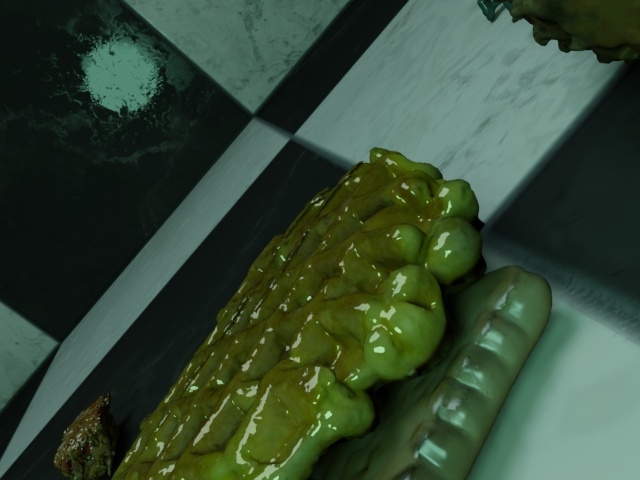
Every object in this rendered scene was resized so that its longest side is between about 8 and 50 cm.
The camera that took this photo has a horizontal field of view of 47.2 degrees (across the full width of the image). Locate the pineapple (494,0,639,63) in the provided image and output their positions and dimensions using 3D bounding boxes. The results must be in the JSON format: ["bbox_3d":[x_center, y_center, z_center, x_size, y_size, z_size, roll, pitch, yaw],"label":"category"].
[{"bbox_3d":[0.174,-0.223,0.453,0.202,0.202,0.362,-45,13,19],"label":"pineapple"}]

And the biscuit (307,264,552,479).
[{"bbox_3d":[-0.016,0.153,0.366,0.325,0.044,0.217,-54,13,-26],"label":"biscuit"}]

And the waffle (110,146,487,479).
[{"bbox_3d":[-0.025,0.062,0.441,0.301,0.058,0.281,-50,13,-7],"label":"waffle"}]

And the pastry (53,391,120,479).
[{"bbox_3d":[-0.275,0.245,0.883,0.087,0.063,0.169,-42,9,-7],"label":"pastry"}]

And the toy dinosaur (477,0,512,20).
[{"bbox_3d":[0.280,-0.371,0.733,0.331,0.129,0.383,-36,20,14],"label":"toy dinosaur"}]

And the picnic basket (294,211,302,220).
[{"bbox_3d":[0.000,0.000,0.654,0.072,0.072,0.083,-55,25,-20],"label":"picnic basket"}]
